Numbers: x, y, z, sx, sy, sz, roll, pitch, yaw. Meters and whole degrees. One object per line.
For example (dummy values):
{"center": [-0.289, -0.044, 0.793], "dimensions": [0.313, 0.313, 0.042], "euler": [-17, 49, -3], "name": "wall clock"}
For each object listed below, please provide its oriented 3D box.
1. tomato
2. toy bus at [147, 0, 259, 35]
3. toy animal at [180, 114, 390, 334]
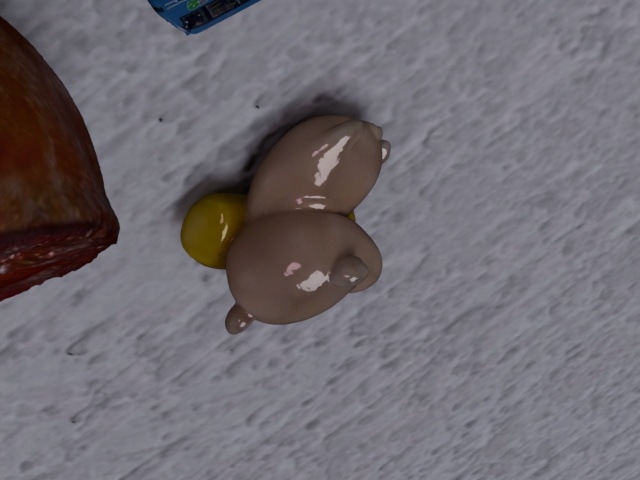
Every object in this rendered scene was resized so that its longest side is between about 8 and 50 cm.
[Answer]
{"center": [-0.183, -0.029, 0.664], "dimensions": [0.200, 0.140, 0.233], "euler": [-15, 178, -6], "name": "tomato"}
{"center": [-0.033, -0.118, 0.733], "dimensions": [0.083, 0.038, 0.046], "euler": [-28, 148, 3], "name": "toy bus"}
{"center": [0.000, 0.000, 0.868], "dimensions": [0.114, 0.082, 0.091], "euler": [-40, 145, 16], "name": "toy animal"}
